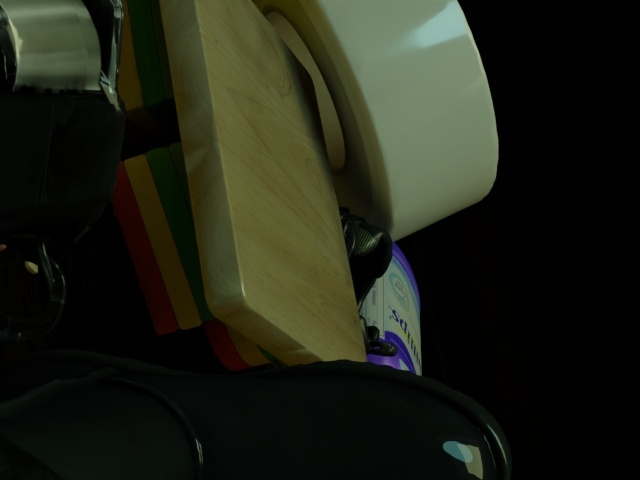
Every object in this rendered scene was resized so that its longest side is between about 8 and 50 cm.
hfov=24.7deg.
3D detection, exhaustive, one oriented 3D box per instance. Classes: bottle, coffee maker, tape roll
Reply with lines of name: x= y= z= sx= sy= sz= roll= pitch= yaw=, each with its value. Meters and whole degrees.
bottle: x=0.035 y=0.115 z=1.179 sx=0.283 sy=0.092 sz=0.118 roll=-88 pitch=158 yaw=-53
coffee maker: x=-0.148 y=-0.034 z=0.572 sx=0.178 sy=0.120 sz=0.171 roll=-29 pitch=103 yaw=-75
tape roll: x=0.027 y=-0.140 z=1.177 sx=0.286 sy=0.100 sz=0.286 roll=59 pitch=-14 yaw=24

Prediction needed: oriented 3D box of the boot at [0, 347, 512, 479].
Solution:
boot: x=-0.056 y=0.102 z=0.559 sx=0.207 sy=0.246 sz=0.094 roll=-31 pitch=128 yaw=-78

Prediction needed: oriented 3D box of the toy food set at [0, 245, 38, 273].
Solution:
toy food set: x=-0.164 y=-0.035 z=0.718 sx=0.122 sy=0.019 sz=0.078 roll=52 pitch=26 yaw=-57

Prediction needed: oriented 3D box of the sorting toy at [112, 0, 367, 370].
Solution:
sorting toy: x=-0.064 y=-0.034 z=0.967 sx=0.257 sy=0.089 sz=0.256 roll=44 pitch=32 yaw=-65

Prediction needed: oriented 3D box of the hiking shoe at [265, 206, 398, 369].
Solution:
hiking shoe: x=0.000 y=0.000 z=1.127 sx=0.086 sy=0.114 sz=0.227 roll=47 pitch=30 yaw=-64
